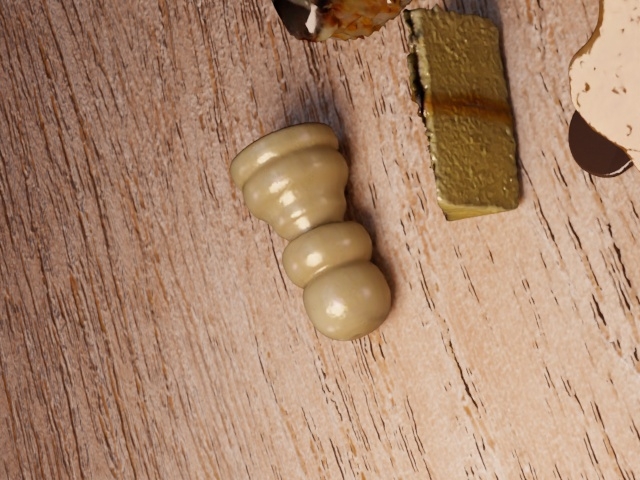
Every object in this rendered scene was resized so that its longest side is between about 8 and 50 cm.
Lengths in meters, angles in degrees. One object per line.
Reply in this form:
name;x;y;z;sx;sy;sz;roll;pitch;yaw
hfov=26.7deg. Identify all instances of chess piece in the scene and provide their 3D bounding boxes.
chess piece;0.000;0.000;1.885;0.167;0.167;0.300;-37;69;37

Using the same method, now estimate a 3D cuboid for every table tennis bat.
table tennis bat;0.327;-0.121;1.577;0.170;0.119;0.108;36;113;42

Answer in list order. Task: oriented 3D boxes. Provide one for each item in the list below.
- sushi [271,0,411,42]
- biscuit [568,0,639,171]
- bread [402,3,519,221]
sushi;0.039;-0.484;1.860;0.417;0.175;0.418;-14;72;50
biscuit;0.459;-0.186;1.402;0.385;0.062;0.365;36;131;22
bread;0.177;-0.160;1.738;0.178;0.141;0.266;120;146;-82
